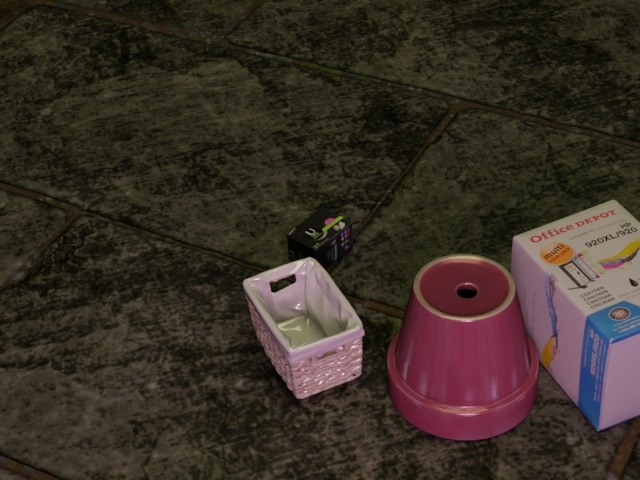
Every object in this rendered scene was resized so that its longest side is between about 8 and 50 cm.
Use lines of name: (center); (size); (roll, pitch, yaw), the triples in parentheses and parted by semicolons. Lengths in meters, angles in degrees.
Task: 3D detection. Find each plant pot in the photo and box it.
plant pot: (0.184, 0.125, 1.653); (0.201, 0.180, 0.201); (-2, 39, 2)

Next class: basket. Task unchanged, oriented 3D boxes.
basket: (-0.022, 0.120, 1.735); (0.113, 0.103, 0.167); (-19, 41, -17)

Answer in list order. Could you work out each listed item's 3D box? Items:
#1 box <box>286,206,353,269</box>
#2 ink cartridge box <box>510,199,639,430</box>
box: (0.000, 0.000, 1.918); (0.062, 0.052, 0.083); (28, 50, 32)
ink cartridge box: (0.378, 0.093, 1.683); (0.171, 0.168, 0.232); (-19, 41, -16)
